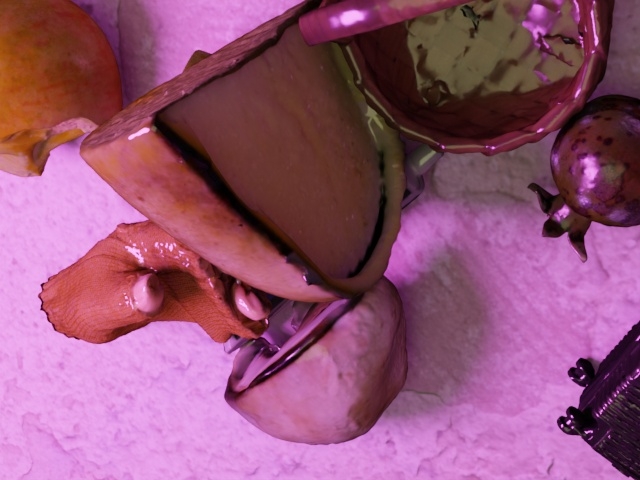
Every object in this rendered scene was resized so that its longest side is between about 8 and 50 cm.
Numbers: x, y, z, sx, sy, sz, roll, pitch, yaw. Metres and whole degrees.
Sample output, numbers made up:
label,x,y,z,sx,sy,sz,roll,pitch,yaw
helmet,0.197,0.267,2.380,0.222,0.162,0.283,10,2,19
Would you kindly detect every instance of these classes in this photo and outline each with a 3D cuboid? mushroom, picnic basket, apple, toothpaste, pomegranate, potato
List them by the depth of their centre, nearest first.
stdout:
label,x,y,z,sx,sy,sz,roll,pitch,yaw
picnic basket,0.128,-0.237,0.953,0.293,0.337,0.337,-10,104,24
pomegranate,0.291,-0.071,1.043,0.169,0.148,0.148,-39,90,25
potato,-0.069,-0.059,1.073,0.212,0.330,0.280,-19,111,42
mushroom,0.012,0.159,1.205,0.164,0.189,0.267,44,117,-12
apple,-0.376,-0.185,1.221,0.246,0.226,0.246,8,110,22
toothpaste,0.000,0.000,1.222,0.392,0.061,0.099,-39,49,26

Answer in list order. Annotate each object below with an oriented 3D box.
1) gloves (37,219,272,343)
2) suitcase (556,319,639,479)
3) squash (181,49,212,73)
label,x,y,z,sx,sy,sz,roll,pitch,yaw
gloves,-0.204,0.050,1.239,0.356,0.203,0.155,-4,84,39
suitcase,0.457,0.190,1.063,0.335,0.152,0.230,36,118,5
squash,-0.078,-0.145,1.201,0.200,0.075,0.090,28,83,-10
